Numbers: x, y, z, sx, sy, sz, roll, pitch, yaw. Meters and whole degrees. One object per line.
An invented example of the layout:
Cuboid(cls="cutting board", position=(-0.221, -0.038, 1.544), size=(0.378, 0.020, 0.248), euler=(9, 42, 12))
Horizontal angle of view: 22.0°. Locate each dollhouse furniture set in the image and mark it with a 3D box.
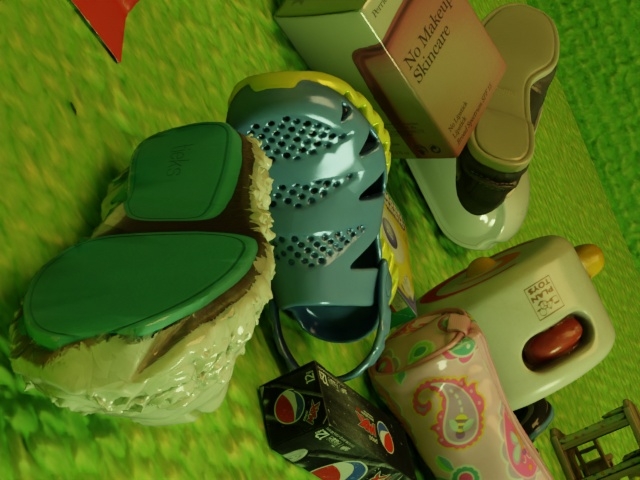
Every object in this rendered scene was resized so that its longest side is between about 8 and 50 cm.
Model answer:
Cuboid(cls="dollhouse furniture set", position=(0.413, 0.256, 2.144), size=(0.101, 0.182, 0.161), euler=(68, 18, 11))

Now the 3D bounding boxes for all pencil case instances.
Cuboid(cls="pencil case", position=(0.155, 0.204, 1.557), size=(0.284, 0.124, 0.124), euler=(60, 18, -14))

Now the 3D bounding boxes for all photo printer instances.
Cuboid(cls="photo printer", position=(0.167, -0.139, 2.083), size=(0.307, 0.107, 0.256), euler=(63, 18, -7))

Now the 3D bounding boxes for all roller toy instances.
Cuboid(cls="roller toy", position=(0.197, 0.083, 1.714), size=(0.146, 0.209, 0.191), euler=(63, 23, -5))

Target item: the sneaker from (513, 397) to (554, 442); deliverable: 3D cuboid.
Cuboid(cls="sneaker", position=(0.226, 0.174, 1.931), size=(0.078, 0.067, 0.188), euler=(33, 31, -22))

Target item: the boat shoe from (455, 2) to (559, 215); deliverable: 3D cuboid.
Cuboid(cls="boat shoe", position=(0.211, -0.162, 1.959), size=(0.112, 0.095, 0.335), euler=(20, 42, -2))

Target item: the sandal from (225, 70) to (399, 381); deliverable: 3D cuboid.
Cuboid(cls="sandal", position=(0.000, 0.000, 1.299), size=(0.317, 0.126, 0.138), euler=(70, 20, -46))

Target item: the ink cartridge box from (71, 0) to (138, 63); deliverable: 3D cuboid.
Cuboid(cls="ink cartridge box", position=(-0.184, -0.276, 1.322), size=(0.181, 0.056, 0.224), euler=(53, 19, -34))

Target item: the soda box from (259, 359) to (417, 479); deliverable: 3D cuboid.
Cuboid(cls="soda box", position=(0.017, 0.158, 1.317), size=(0.169, 0.053, 0.060), euler=(41, 30, -53))

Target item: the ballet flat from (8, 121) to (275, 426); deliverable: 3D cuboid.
Cuboid(cls="ballet flat", position=(-0.088, 0.038, 1.046), size=(0.147, 0.147, 0.409), euler=(61, 15, -15))

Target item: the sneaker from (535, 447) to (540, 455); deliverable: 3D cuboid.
Cuboid(cls="sneaker", position=(0.214, 0.273, 1.773), size=(0.135, 0.052, 0.058), euler=(-60, 134, -61))

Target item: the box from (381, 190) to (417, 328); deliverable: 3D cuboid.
Cuboid(cls="box", position=(0.052, -0.006, 1.673), size=(0.105, 0.043, 0.179), euler=(53, 19, -37))

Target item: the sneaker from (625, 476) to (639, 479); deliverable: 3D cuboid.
Cuboid(cls="sneaker", position=(0.283, 0.383, 1.725), size=(0.111, 0.121, 0.300), euler=(62, 35, -38))

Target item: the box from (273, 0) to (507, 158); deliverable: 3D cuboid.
Cuboid(cls="box", position=(0.082, -0.218, 1.811), size=(0.232, 0.127, 0.148), euler=(52, 56, -37))
